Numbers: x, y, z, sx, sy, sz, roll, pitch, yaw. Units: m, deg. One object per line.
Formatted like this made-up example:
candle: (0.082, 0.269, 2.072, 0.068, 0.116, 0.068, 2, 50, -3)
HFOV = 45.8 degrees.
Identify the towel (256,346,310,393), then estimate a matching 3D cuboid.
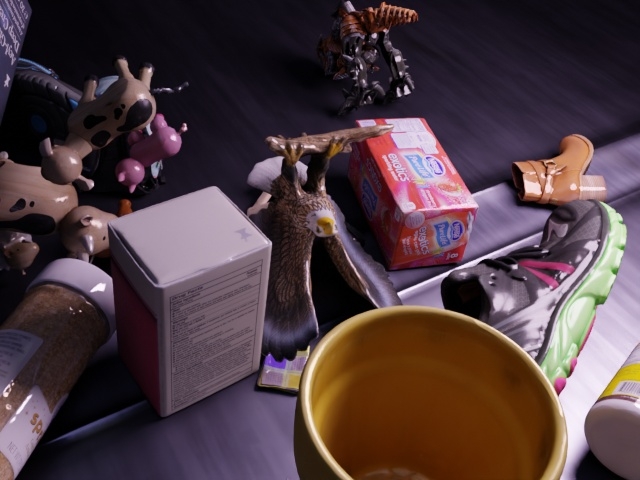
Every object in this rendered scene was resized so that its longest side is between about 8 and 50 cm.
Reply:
towel: (-0.047, 0.167, 1.006, 0.060, 0.009, 0.083, 10, 40, 4)

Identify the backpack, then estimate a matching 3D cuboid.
backpack: (-0.328, -0.169, 1.219, 0.151, 0.182, 0.115, -1, 41, -10)

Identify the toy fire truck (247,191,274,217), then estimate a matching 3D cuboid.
toy fire truck: (-0.071, -0.047, 1.207, 0.135, 0.047, 0.192, 12, 49, 42)

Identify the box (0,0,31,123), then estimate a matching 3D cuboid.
box: (-0.606, -0.284, 1.108, 0.211, 0.293, 0.396, 7, 70, -2)

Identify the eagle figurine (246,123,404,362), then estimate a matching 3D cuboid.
eagle figurine: (-0.007, -0.001, 1.056, 0.226, 0.299, 0.225, -3, 10, 20)

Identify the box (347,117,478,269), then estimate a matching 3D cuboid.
box: (0.142, -0.083, 1.241, 0.128, 0.123, 0.257, -5, 42, -15)

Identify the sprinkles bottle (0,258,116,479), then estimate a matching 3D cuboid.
sprinkles bottle: (-0.353, 0.174, 0.862, 0.121, 0.121, 0.355, 14, 41, 8)

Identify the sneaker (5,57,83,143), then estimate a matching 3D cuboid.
sneaker: (-0.498, -0.266, 1.351, 0.340, 0.125, 0.140, 25, 35, 14)

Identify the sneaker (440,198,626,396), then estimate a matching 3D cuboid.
sneaker: (0.279, 0.068, 1.044, 0.202, 0.185, 0.483, 28, 43, 16)

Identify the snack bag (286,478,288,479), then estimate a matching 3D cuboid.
snack bag: (-0.166, 0.384, 0.713, 0.322, 0.037, 0.343, 3, 41, -7)

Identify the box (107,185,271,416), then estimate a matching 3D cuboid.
box: (-0.160, 0.075, 0.922, 0.148, 0.232, 0.127, -22, 49, -31)

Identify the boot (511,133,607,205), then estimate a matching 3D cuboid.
boot: (0.425, -0.135, 1.393, 0.152, 0.073, 0.197, 1, 38, -2)

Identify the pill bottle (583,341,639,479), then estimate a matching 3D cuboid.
pill bottle: (0.432, 0.199, 0.965, 0.117, 0.117, 0.215, 33, 46, 26)

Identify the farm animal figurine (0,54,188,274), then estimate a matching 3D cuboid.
farm animal figurine: (-0.337, -0.065, 0.986, 0.326, 0.330, 0.172, -1, 45, -13)

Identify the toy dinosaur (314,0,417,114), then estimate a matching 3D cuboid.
toy dinosaur: (0.081, -0.375, 1.490, 0.164, 0.219, 0.322, -17, 2, -6)

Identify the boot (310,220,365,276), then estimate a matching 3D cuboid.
boot: (0.000, 0.000, 1.185, 0.099, 0.045, 0.121, -33, 54, -32)

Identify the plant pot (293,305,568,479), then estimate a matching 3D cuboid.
plant pot: (0.091, 0.236, 0.770, 0.253, 0.239, 0.254, 5, 40, -4)
